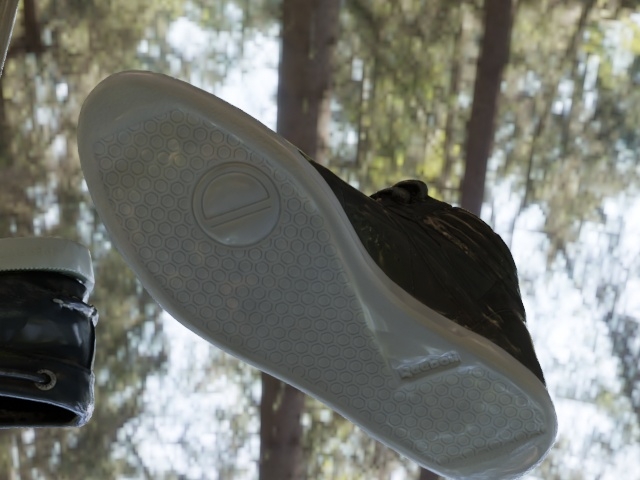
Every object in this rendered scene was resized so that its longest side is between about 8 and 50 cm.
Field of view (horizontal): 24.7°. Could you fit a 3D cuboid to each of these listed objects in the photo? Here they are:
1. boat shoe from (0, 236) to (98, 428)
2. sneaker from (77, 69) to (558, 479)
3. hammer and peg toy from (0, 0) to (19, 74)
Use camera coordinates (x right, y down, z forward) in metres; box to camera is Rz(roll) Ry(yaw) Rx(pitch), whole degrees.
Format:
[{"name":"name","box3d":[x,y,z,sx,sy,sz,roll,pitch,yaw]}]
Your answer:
[{"name":"boat shoe","box3d":[-0.277,0.081,0.751,0.340,0.127,0.113,-7,-108,-24]},{"name":"sneaker","box3d":[0.000,0.000,0.774,0.295,0.104,0.147,38,-158,-16]},{"name":"hammer and peg toy","box3d":[-0.265,0.003,0.560,0.361,0.127,0.266,7,-138,12]}]
